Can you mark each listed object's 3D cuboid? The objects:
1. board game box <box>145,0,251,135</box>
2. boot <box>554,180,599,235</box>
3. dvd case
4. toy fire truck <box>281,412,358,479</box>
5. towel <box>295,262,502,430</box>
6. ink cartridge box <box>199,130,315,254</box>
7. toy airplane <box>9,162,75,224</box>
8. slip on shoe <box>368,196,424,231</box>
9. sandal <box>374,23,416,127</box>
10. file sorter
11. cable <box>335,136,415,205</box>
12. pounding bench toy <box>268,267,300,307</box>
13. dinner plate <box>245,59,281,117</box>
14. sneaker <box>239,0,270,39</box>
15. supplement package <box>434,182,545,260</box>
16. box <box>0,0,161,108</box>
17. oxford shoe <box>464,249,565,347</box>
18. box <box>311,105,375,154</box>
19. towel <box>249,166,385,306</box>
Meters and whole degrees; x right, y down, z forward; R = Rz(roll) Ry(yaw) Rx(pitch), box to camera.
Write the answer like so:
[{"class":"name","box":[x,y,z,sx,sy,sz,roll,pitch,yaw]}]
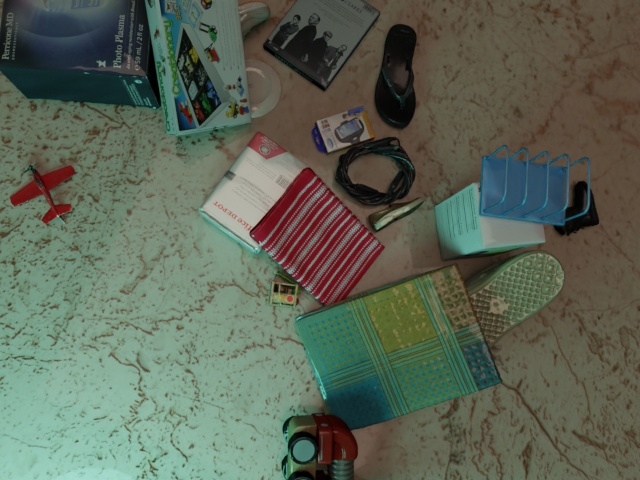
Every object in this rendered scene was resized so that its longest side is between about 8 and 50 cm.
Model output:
[{"class":"board game box","box":[-0.250,-0.387,1.228,0.193,0.053,0.305,-19,113,-38]},{"class":"boot","box":[0.600,-0.075,1.402,0.099,0.045,0.121,-14,85,-5]},{"class":"dvd case","box":[0.005,-0.498,1.389,0.179,0.029,0.239,35,79,-1]},{"class":"toy fire truck","box":[0.052,0.473,1.188,0.246,0.158,0.217,1,93,-11]},{"class":"towel","box":[0.159,0.231,1.247,0.370,0.040,0.271,-21,85,10]},{"class":"ink cartridge box","box":[-0.138,-0.099,1.286,0.158,0.092,0.218,36,78,-2]},{"class":"toy airplane","box":[-0.589,-0.098,1.261,0.151,0.028,0.151,1,83,-5]},{"class":"slip on shoe","box":[0.173,-0.069,1.346,0.135,0.051,0.041,-31,75,-4]},{"class":"sandal","box":[0.180,-0.392,1.384,0.097,0.054,0.255,3,82,-7]},{"class":"file sorter","box":[0.400,-0.105,1.100,0.170,0.104,0.118,7,79,-6]},{"class":"cable","box":[0.123,-0.153,1.355,0.184,0.047,0.151,-18,90,-12]},{"class":"pounding bench toy","box":[-0.076,0.104,1.286,0.065,0.052,0.083,7,81,-6]},{"class":"dinner plate","box":[-0.160,-0.353,1.356,0.141,0.017,0.141,1,81,-7]},{"class":"sneaker","box":[-0.220,-0.449,1.335,0.262,0.099,0.121,-31,110,-15]},{"class":"supplement package","box":[0.353,-0.038,1.262,0.139,0.244,0.134,-6,83,-7]},{"class":"box","box":[-0.490,-0.457,1.246,0.294,0.183,0.296,2,82,-5]},{"class":"oxford shoe","box":[0.323,0.167,1.298,0.449,0.130,0.169,-32,87,5]},{"class":"box","box":[0.050,-0.253,1.363,0.136,0.028,0.081,-20,86,-11]},{"class":"towel","box":[0.000,0.000,1.271,0.275,0.031,0.199,44,78,-22]}]
